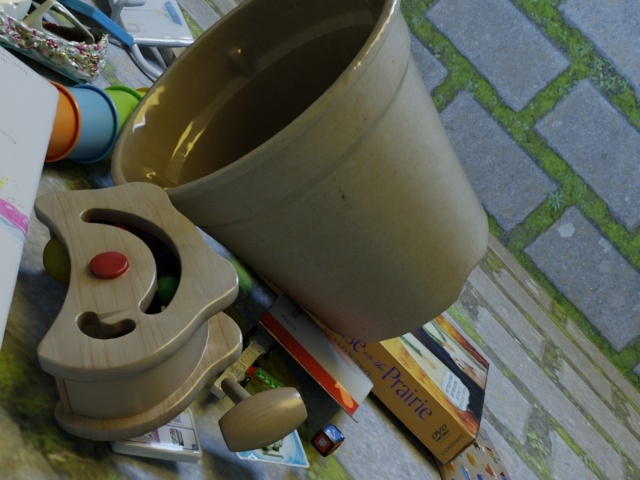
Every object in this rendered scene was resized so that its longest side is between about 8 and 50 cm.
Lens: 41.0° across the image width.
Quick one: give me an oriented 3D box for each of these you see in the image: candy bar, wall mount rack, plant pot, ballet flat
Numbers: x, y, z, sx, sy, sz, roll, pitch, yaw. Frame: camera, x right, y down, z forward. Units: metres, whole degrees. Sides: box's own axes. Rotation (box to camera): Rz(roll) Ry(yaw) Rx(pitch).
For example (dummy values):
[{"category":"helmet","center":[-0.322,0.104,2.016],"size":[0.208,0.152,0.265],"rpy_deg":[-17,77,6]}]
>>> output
[{"category":"candy bar","center":[-0.065,0.115,0.917],"size":[0.161,0.018,0.040],"rpy_deg":[52,14,19]},{"category":"wall mount rack","center":[-0.225,-0.421,1.387],"size":[0.304,0.130,0.350],"rpy_deg":[-7,61,-35]},{"category":"plant pot","center":[0.010,-0.066,0.890],"size":[0.305,0.333,0.334],"rpy_deg":[50,12,-32]},{"category":"ballet flat","center":[-0.345,-0.257,1.001],"size":[0.091,0.077,0.241],"rpy_deg":[42,13,29]}]

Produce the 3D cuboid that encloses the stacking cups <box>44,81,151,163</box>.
[{"category":"stacking cups","center":[-0.255,-0.125,0.880],"size":[0.096,0.096,0.316],"rpy_deg":[49,17,9]}]

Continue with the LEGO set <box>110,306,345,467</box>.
[{"category":"LEGO set","center":[-0.095,0.140,0.772],"size":[0.244,0.060,0.182],"rpy_deg":[18,30,-35]}]

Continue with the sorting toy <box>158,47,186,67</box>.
[{"category":"sorting toy","center":[-0.135,-0.259,1.488],"size":[0.257,0.089,0.255],"rpy_deg":[27,25,-47]}]

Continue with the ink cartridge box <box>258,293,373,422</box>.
[{"category":"ink cartridge box","center":[-0.003,0.120,0.923],"size":[0.145,0.045,0.179],"rpy_deg":[46,-5,1]}]

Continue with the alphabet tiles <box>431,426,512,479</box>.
[{"category":"alphabet tiles","center":[0.208,0.310,1.141],"size":[0.198,0.009,0.237],"rpy_deg":[35,21,-34]}]

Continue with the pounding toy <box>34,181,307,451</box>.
[{"category":"pounding toy","center":[-0.144,0.086,0.666],"size":[0.154,0.155,0.269],"rpy_deg":[-23,45,-26]}]

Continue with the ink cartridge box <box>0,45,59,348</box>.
[{"category":"ink cartridge box","center":[-0.234,0.037,0.365],"size":[0.119,0.207,0.353],"rpy_deg":[39,18,-29]}]

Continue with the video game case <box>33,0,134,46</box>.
[{"category":"video game case","center":[-0.334,-0.305,1.102],"size":[0.166,0.015,0.119],"rpy_deg":[27,1,11]}]

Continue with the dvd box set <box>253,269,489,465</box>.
[{"category":"dvd box set","center":[0.063,0.086,1.197],"size":[0.420,0.062,0.307],"rpy_deg":[46,17,3]}]

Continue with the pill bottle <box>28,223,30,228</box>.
[{"category":"pill bottle","center":[-0.282,-0.027,0.646],"size":[0.116,0.065,0.065],"rpy_deg":[27,25,-48]}]
